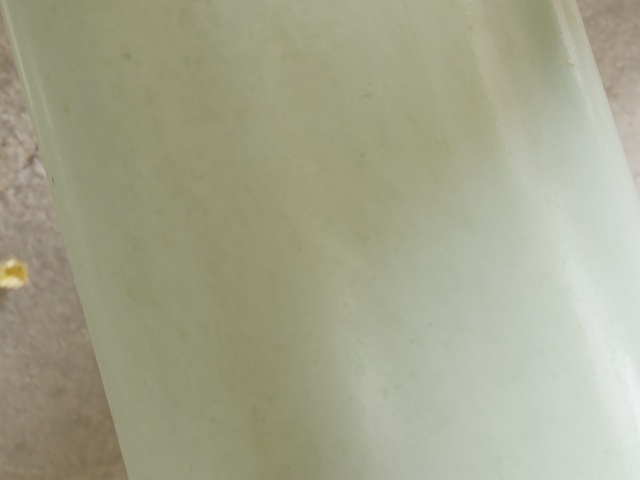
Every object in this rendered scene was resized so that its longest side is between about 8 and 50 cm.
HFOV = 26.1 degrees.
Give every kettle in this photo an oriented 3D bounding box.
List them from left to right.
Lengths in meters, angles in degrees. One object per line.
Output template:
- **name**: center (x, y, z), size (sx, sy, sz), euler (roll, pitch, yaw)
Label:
- **kettle**: center (0.000, 0.000, 0.629), size (0.250, 0.361, 0.376), euler (-18, 97, -14)
